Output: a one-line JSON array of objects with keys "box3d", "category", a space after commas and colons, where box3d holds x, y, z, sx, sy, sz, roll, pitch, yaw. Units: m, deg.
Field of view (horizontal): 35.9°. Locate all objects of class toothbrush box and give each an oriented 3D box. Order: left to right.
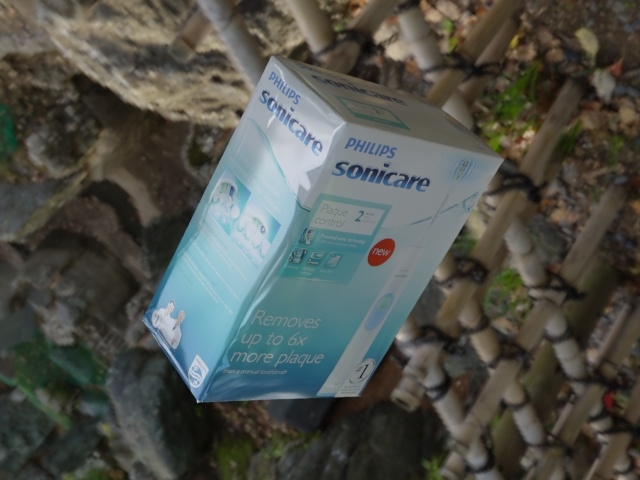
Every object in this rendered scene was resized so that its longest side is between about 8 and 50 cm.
[{"box3d": [0.000, 0.000, 0.927, 0.216, 0.295, 0.126, 8, -151, -45], "category": "toothbrush box"}]
